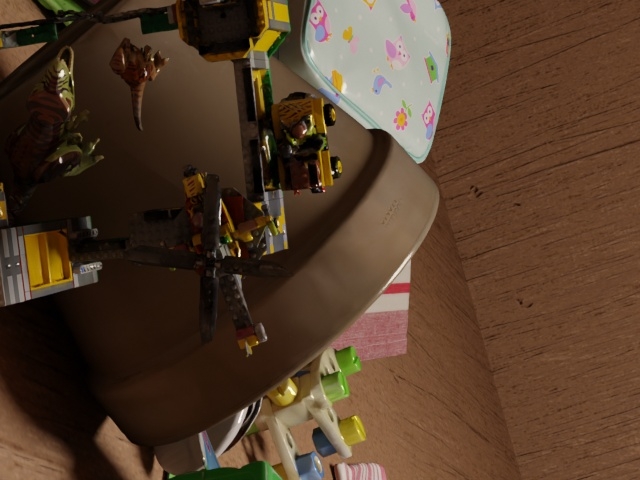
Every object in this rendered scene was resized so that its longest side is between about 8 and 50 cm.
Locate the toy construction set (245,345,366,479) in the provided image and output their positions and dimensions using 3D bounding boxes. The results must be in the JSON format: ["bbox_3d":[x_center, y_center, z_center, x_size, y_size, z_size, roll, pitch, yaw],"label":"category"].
[{"bbox_3d":[-0.052,0.076,1.717,0.215,0.151,0.328,-85,164,-61],"label":"toy construction set"}]

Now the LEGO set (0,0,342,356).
[{"bbox_3d":[-0.167,-0.063,1.069,0.192,0.331,0.255,-18,110,-76],"label":"LEGO set"}]

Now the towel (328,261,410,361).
[{"bbox_3d":[0.040,-0.018,1.961,0.237,0.037,0.329,0,94,-59],"label":"towel"}]

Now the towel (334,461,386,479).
[{"bbox_3d":[0.067,0.346,2.077,0.197,0.029,0.144,27,45,-73],"label":"towel"}]

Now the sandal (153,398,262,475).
[{"bbox_3d":[-0.092,0.123,1.521,0.076,0.102,0.265,52,19,-32],"label":"sandal"}]

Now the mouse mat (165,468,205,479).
[{"bbox_3d":[-0.099,0.266,1.520,0.153,0.007,0.190,-88,155,-59],"label":"mouse mat"}]

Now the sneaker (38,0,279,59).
[{"bbox_3d":[-0.176,-0.278,1.514,0.483,0.202,0.185,51,23,-58],"label":"sneaker"}]

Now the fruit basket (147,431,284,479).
[{"bbox_3d":[-0.038,0.351,1.304,0.327,0.165,0.353,-94,165,-49],"label":"fruit basket"}]

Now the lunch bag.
[{"bbox_3d":[0.026,-0.209,1.798,0.279,0.108,0.224,36,58,-45],"label":"lunch bag"}]

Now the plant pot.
[{"bbox_3d":[-0.115,-0.046,1.305,0.280,0.323,0.323,51,18,-16],"label":"plant pot"}]
